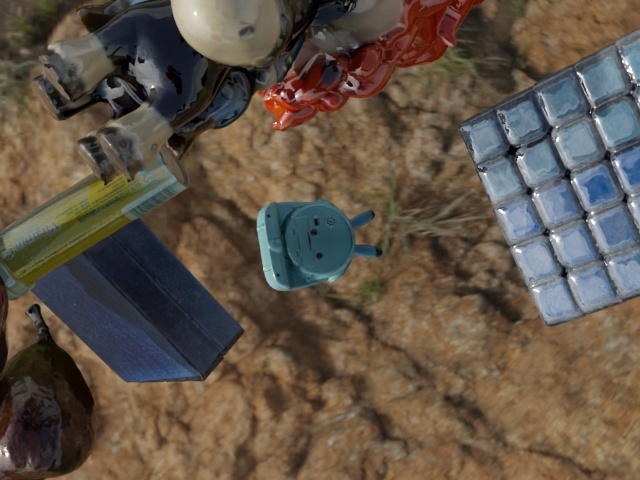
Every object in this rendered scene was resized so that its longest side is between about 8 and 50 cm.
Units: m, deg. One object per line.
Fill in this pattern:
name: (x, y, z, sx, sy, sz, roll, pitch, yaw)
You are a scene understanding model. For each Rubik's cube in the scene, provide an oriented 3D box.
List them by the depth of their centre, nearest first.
Rubik's cube: (0.322, -0.076, 1.178, 0.237, 0.238, 0.237, -26, 89, 35)

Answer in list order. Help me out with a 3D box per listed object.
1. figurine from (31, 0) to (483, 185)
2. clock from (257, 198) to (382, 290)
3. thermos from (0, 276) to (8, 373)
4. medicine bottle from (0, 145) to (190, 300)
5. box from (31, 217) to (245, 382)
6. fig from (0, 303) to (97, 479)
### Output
figurine: (-0.038, -0.194, 0.908, 0.241, 0.412, 0.306, 48, 135, 6)
clock: (0.000, 0.000, 1.403, 0.147, 0.045, 0.108, -8, 85, -19)
thermos: (-0.341, 0.062, 1.072, 0.109, 0.330, 0.136, 26, 70, -7)
medicine bottle: (-0.235, -0.024, 1.138, 0.218, 0.074, 0.074, -30, 81, 10)
box: (-0.286, 0.084, 1.693, 0.261, 0.116, 0.279, 50, 152, -18)
fig: (-0.374, 0.199, 1.520, 0.170, 0.145, 0.274, -29, 46, 26)
